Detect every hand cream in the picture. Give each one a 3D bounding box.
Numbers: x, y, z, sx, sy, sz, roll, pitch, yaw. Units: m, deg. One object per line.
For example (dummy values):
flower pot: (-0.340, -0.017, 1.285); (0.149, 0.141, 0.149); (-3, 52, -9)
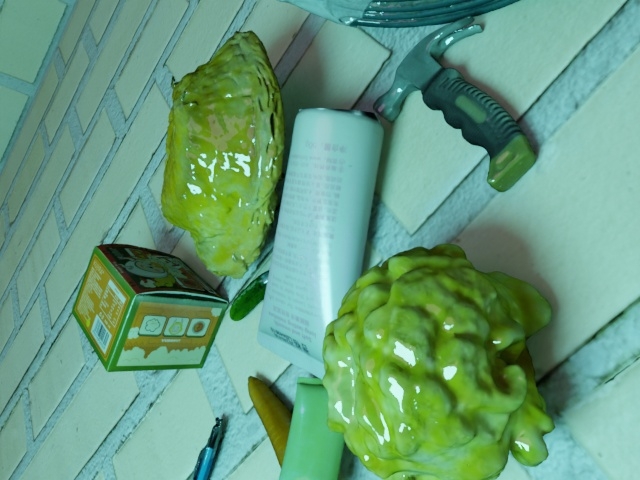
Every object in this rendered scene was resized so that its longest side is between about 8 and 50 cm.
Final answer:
hand cream: (-0.006, 0.254, 0.576); (0.095, 0.046, 0.175); (-7, 46, 27)
hand cream: (0.000, 0.000, 0.638); (0.185, 0.117, 0.359); (15, 98, 41)

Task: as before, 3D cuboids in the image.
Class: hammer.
hammer: (0.168, -0.159, 0.556); (0.159, 0.041, 0.227); (-48, 52, 26)

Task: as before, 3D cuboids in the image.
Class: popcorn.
popcorn: (0.116, 0.121, 0.441); (0.181, 0.216, 0.235); (137, 124, -60)

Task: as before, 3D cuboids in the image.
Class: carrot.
carrot: (-0.039, 0.283, 0.631); (0.062, 0.066, 0.271); (-22, 52, -12)

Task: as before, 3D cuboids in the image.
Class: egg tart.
egg tart: (-0.164, -0.145, 0.732); (0.352, 0.152, 0.340); (120, 145, -44)

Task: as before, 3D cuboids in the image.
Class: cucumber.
cucumber: (-0.101, 0.079, 0.747); (0.155, 0.037, 0.037); (-42, 55, 27)

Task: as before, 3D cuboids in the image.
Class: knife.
knife: (-0.207, 0.420, 0.762); (0.044, 0.026, 0.297); (-149, 77, -74)

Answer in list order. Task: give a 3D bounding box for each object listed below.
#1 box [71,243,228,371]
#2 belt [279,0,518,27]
box: (-0.301, 0.115, 0.823); (0.194, 0.177, 0.148); (30, 101, 42)
belt: (0.090, -0.374, 0.502); (0.436, 0.300, 0.173); (17, 90, 46)
